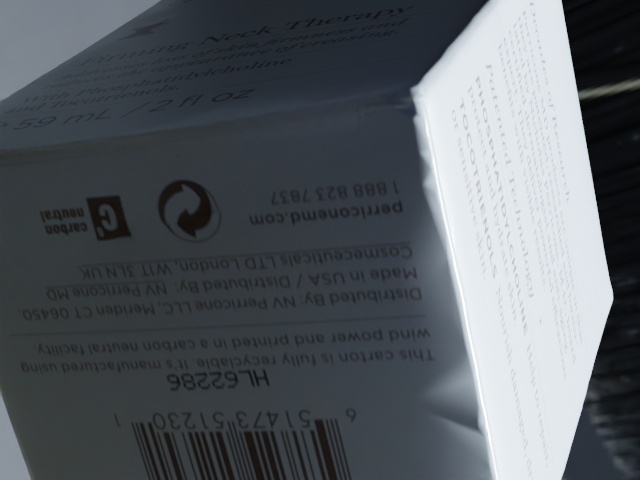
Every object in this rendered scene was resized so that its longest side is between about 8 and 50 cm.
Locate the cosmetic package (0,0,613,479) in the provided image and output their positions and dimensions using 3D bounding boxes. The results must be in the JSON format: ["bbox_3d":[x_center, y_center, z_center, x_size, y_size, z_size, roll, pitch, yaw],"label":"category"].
[{"bbox_3d":[0.000,0.000,0.926,0.393,0.330,0.327,-54,134,-59],"label":"cosmetic package"}]
